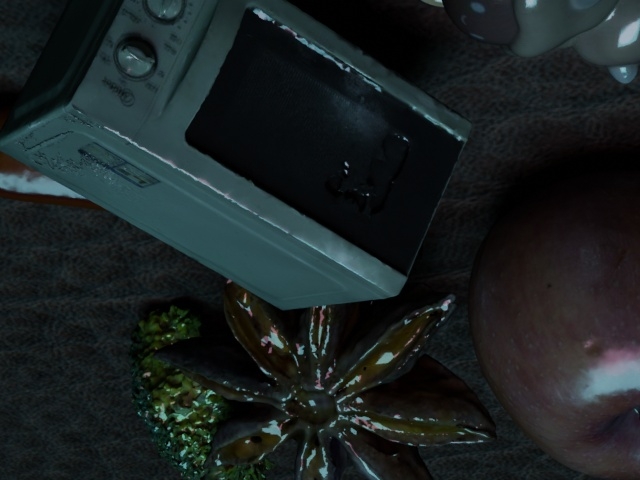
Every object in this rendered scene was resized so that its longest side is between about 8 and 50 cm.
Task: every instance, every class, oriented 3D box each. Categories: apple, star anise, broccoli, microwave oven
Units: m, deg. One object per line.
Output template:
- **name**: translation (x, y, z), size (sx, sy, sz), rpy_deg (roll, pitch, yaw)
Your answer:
- **apple**: translation (0.276, 0.083, 1.449), size (0.305, 0.235, 0.306), rpy_deg (6, 142, 5)
- **star anise**: translation (0.006, 0.131, 1.544), size (0.331, 0.117, 0.332), rpy_deg (7, 113, 17)
- **broccoli**: translation (-0.095, 0.146, 1.700), size (0.220, 0.194, 0.194), rpy_deg (46, 133, -5)
- **microwave oven**: translation (-0.069, -0.093, 1.315), size (0.295, 0.181, 0.237), rpy_deg (30, 164, -21)

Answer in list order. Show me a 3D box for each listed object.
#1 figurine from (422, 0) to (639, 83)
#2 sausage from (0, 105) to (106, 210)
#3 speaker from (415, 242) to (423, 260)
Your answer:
- **figurine**: translation (0.077, -0.242, 1.144), size (0.380, 0.203, 0.248), rpy_deg (8, 120, 28)
- **sausage**: translation (-0.172, -0.063, 1.484), size (0.300, 0.089, 0.083), rpy_deg (10, 169, -1)
- **speaker**: translation (0.000, 0.000, 1.560), size (0.191, 0.040, 0.046), rpy_deg (-6, 136, 19)
